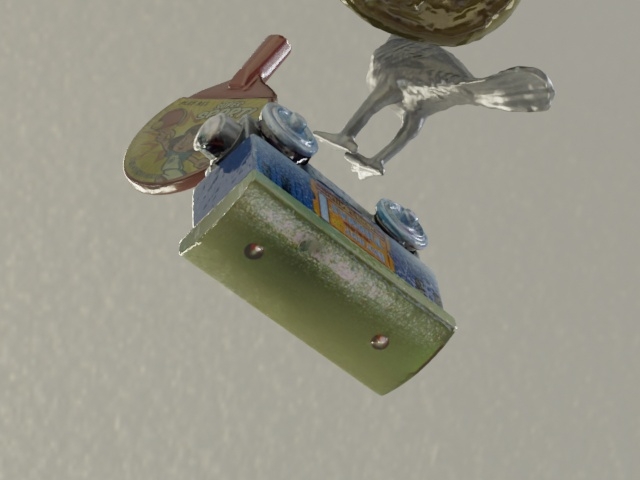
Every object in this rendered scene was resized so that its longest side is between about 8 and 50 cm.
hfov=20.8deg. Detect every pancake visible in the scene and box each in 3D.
[{"bbox_3d":[0.113,-0.297,1.655,0.242,0.241,0.050,0,-171,-13],"label":"pancake"}]

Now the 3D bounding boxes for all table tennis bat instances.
[{"bbox_3d":[-0.130,-0.158,2.225,0.200,0.038,0.310,3,-137,38],"label":"table tennis bat"}]

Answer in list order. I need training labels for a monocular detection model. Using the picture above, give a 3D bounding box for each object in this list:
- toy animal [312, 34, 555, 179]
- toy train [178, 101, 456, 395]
[{"bbox_3d":[0.093,-0.150,1.799,0.206,0.081,0.367,-42,-155,3],"label":"toy animal"},{"bbox_3d":[0.000,0.000,1.696,0.300,0.131,0.202,36,-157,-23],"label":"toy train"}]
